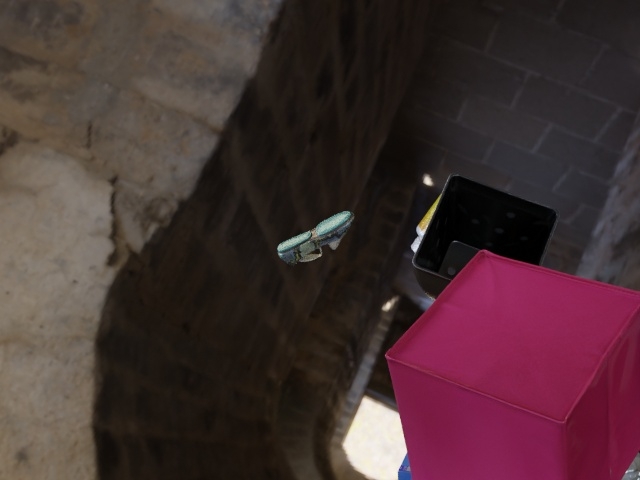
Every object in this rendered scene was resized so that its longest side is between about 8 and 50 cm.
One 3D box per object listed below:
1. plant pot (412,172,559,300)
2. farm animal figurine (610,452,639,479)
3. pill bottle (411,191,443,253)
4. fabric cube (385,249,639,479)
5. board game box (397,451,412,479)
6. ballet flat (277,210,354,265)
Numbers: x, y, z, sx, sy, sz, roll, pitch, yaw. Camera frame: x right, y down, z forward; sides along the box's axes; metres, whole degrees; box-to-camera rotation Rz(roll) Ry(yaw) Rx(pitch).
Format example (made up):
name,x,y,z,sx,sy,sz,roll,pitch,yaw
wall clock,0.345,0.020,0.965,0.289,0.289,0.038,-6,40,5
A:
name,x,y,z,sx,sy,sz,roll,pitch,yaw
plant pot,0.264,0.031,1.402,0.187,0.188,0.167,21,156,11
farm animal figurine,0.625,0.404,1.280,0.326,0.330,0.172,67,-169,23
pill bottle,0.324,-0.045,2.130,0.117,0.215,0.117,32,-164,-11
fabric cube,0.275,0.208,1.141,0.254,0.259,0.258,17,134,38
board game box,0.179,0.401,1.407,0.047,0.160,0.210,1,-163,19
ballet flat,0.000,0.000,1.800,0.188,0.070,0.070,-24,146,19
